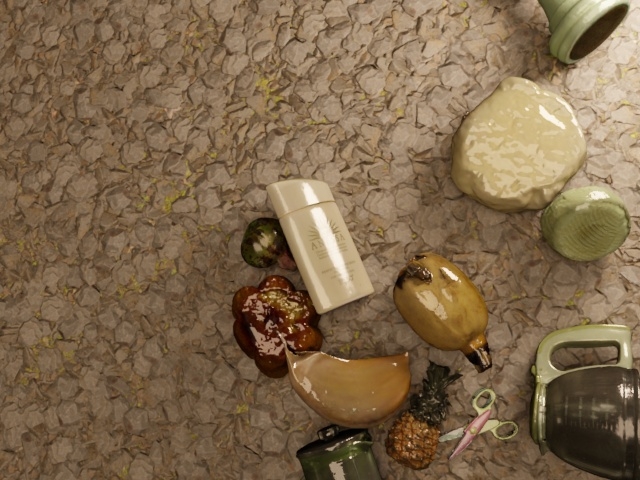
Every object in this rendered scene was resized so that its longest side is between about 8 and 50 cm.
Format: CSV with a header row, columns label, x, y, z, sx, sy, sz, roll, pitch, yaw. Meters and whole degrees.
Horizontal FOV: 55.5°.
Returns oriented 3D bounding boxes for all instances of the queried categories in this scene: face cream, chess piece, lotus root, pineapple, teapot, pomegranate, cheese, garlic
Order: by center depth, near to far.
label,x,y,z,sx,sy,sz,roll,pitch,yaw
teapot,0.581,0.350,1.337,0.240,0.239,0.321,1,90,24
lotus root,0.302,0.172,1.434,0.183,0.183,0.310,-41,82,4
teapot,0.049,0.611,1.437,0.271,0.200,0.336,-26,78,33
pineapple,0.246,0.409,1.443,0.128,0.128,0.247,24,88,12
garlic,0.043,0.331,1.444,0.339,0.151,0.196,10,91,-8
chess piece,0.564,-0.591,1.464,0.195,0.194,0.299,-37,70,5
cheese,0.469,-0.228,1.471,0.318,0.115,0.326,-7,82,10
face cream,0.000,0.000,1.527,0.174,0.081,0.348,-16,79,-31
pomegranate,-0.126,0.017,1.549,0.163,0.125,0.138,36,80,11

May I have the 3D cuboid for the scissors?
label,x,y,z,sx,sy,sz,roll,pitch,yaw
scissors,0.368,0.454,1.468,0.187,0.020,0.133,-36,76,3

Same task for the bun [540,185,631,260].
label,x,y,z,sx,sy,sz,roll,pitch,yaw
bun,0.612,-0.047,1.410,0.196,0.118,0.195,1,127,1

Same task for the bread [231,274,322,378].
label,x,y,z,sx,sy,sz,roll,pitch,yaw
bread,-0.109,0.199,1.524,0.232,0.135,0.246,-34,77,-8
